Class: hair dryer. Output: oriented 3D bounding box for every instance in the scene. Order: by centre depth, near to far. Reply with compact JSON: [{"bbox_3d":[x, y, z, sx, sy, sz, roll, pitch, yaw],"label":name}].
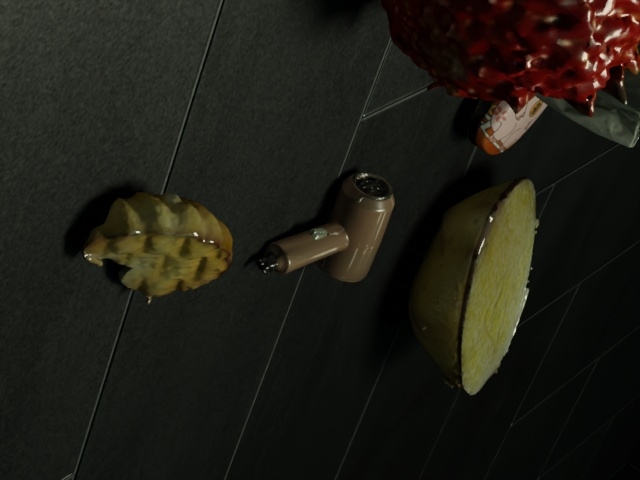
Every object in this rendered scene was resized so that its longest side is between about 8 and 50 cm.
[{"bbox_3d":[0.000,0.000,1.990,0.182,0.064,0.117,-22,142,-45],"label":"hair dryer"}]

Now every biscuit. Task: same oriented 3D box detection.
[{"bbox_3d":[-0.139,-0.001,1.675,0.118,0.061,0.183,-13,159,8],"label":"biscuit"}]

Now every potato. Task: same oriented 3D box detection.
[{"bbox_3d":[0.188,0.042,2.375,0.239,0.116,0.299,-43,146,-42],"label":"potato"}]

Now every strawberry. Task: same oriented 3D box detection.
[{"bbox_3d":[0.163,-0.291,1.677,0.292,0.292,0.343,-46,134,-22],"label":"strawberry"}]

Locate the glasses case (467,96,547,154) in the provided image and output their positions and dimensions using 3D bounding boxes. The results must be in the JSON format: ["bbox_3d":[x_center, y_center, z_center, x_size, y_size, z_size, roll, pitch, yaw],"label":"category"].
[{"bbox_3d":[0.263,-0.218,2.193,0.266,0.067,0.103,-55,161,3],"label":"glasses case"}]

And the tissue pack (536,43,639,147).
[{"bbox_3d":[0.283,-0.207,2.028,0.145,0.229,0.159,-53,159,-2],"label":"tissue pack"}]
